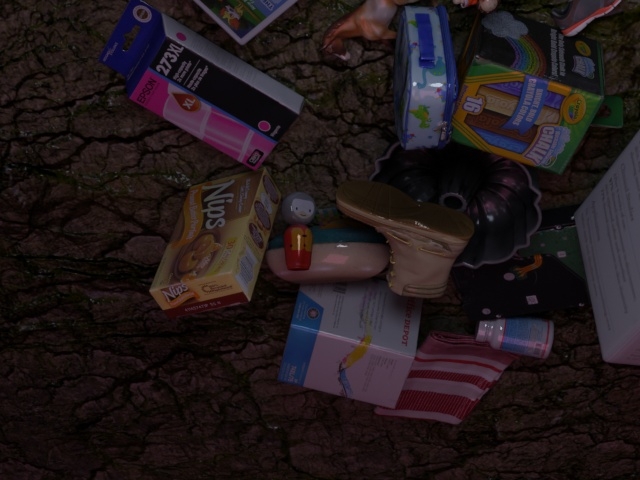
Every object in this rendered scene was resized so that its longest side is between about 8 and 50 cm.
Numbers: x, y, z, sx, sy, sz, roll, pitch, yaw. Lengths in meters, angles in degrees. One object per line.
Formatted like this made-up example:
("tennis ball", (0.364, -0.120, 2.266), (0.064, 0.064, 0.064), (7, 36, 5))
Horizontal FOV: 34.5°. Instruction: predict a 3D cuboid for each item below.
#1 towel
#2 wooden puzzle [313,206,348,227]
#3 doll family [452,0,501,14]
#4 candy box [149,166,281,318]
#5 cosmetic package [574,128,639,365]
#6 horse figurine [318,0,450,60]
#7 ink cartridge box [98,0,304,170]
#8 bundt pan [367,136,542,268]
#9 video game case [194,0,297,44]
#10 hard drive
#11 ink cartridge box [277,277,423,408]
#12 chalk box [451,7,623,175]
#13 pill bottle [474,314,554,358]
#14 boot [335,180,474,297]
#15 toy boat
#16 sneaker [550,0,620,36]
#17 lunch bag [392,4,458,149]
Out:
("towel", (0.286, 0.324, 2.371), (0.237, 0.037, 0.329), (10, 136, -20))
("wooden puzzle", (0.017, -0.047, 2.150), (0.083, 0.006, 0.049), (-7, 131, 19))
("doll family", (0.291, -0.470, 1.607), (0.263, 0.118, 0.163), (-40, 139, 5))
("candy box", (-0.200, 0.000, 2.026), (0.182, 0.316, 0.088), (-13, 127, 23))
("cosmetic package", (0.679, -0.006, 1.740), (0.327, 0.330, 0.394), (7, 146, -12))
("horse figurine", (0.130, -0.395, 1.761), (0.174, 0.066, 0.263), (22, 136, -17))
("ink cartridge box", (-0.231, -0.290, 1.943), (0.370, 0.069, 0.176), (31, 131, -13))
("bundt pan", (0.259, -0.107, 1.946), (0.330, 0.124, 0.331), (10, 134, 11))
("video game case", (-0.135, -0.495, 1.579), (0.300, 0.036, 0.329), (-32, 119, 33))
("hard drive", (0.436, 0.046, 2.106), (0.338, 0.064, 0.237), (-10, 130, 22))
("ink cartridge box", (0.067, 0.206, 2.243), (0.270, 0.198, 0.197), (14, 134, 0))
("chalk box", (0.373, -0.248, 1.765), (0.288, 0.180, 0.179), (18, 134, -3))
("pill bottle", (0.419, 0.200, 2.236), (0.160, 0.087, 0.087), (11, 134, 2))
("boot", (0.138, 0.003, 1.948), (0.261, 0.095, 0.203), (17, 137, 1))
("toy boat", (0.000, 0.000, 2.060), (0.267, 0.148, 0.318), (-4, 170, 18))
("sneaker", (0.444, -0.401, 1.692), (0.065, 0.061, 0.158), (41, 127, -14))
("lunch bag", (0.170, -0.269, 1.692), (0.090, 0.219, 0.176), (0, 141, -1))
